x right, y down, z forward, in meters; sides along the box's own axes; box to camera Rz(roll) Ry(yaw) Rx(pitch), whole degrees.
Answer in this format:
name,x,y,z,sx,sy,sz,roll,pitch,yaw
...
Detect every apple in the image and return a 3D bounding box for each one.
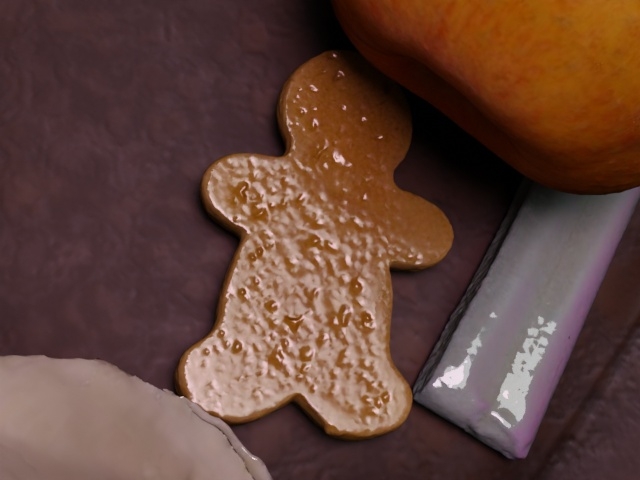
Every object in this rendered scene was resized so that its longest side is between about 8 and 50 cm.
name,x,y,z,sx,sy,sz,roll,pitch,yaw
apple,0.136,-0.177,0.646,0.299,0.299,0.275,28,82,-9

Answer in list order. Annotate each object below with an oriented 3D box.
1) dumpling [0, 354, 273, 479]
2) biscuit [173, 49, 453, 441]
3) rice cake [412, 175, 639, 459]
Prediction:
name,x,y,z,sx,sy,sz,roll,pitch,yaw
dumpling,-0.122,0.215,0.507,0.315,0.233,0.395,-45,106,-24
biscuit,-0.001,0.000,0.691,0.158,0.035,0.240,16,73,-15
rice cake,0.139,0.023,0.725,0.080,0.042,0.221,32,69,-6
